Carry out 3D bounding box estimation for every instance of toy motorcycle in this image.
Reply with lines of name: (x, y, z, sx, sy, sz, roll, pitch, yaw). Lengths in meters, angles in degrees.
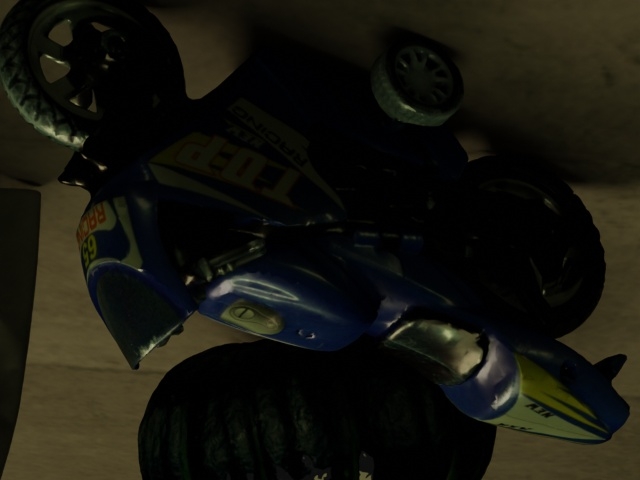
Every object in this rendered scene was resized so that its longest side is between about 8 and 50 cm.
toy motorcycle: (0.000, 0.000, 0.743, 0.315, 0.169, 0.113, 21, 145, -20)

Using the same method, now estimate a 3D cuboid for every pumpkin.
pumpkin: (-0.001, 0.105, 0.928, 0.194, 0.150, 0.194, -1, 151, 0)

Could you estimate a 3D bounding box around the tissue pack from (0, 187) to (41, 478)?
tissue pack: (-0.213, 0.051, 0.812, 0.145, 0.229, 0.159, 8, 148, -3)
